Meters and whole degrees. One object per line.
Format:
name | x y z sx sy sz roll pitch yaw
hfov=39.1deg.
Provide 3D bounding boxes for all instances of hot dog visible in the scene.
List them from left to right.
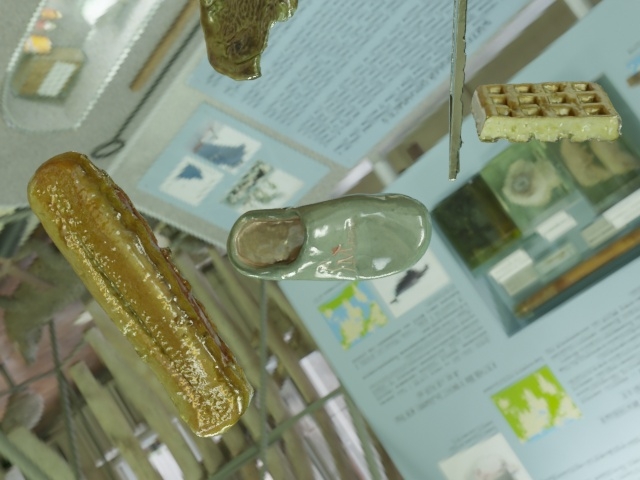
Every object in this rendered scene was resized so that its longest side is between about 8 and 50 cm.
hot dog | -0.158 0.049 0.802 0.088 0.286 0.061 -29 -176 10

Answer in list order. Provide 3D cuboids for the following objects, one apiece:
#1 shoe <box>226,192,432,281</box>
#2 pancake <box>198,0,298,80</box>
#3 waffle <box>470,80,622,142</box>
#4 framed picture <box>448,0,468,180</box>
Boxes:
shoe | 0.000 0.000 0.813 0.195 0.079 0.078 -4 178 17
pancake | -0.107 -0.334 1.241 0.029 0.212 0.235 -7 135 -40
waffle | 0.404 -0.237 1.642 0.248 0.055 0.221 -1 -154 5
framed picture | 0.180 -0.246 1.160 0.209 0.019 0.281 -80 169 -49
